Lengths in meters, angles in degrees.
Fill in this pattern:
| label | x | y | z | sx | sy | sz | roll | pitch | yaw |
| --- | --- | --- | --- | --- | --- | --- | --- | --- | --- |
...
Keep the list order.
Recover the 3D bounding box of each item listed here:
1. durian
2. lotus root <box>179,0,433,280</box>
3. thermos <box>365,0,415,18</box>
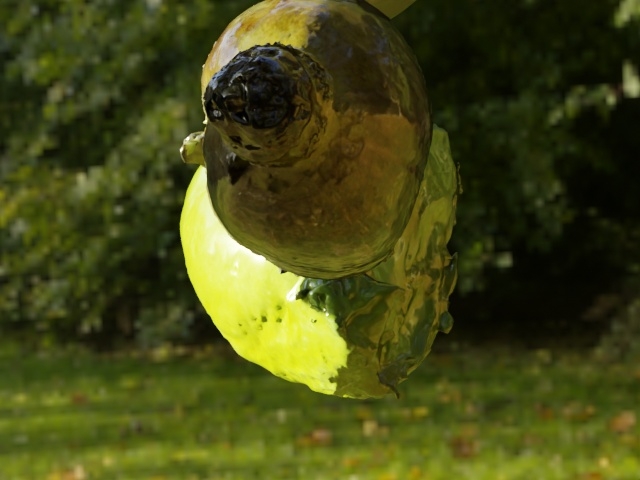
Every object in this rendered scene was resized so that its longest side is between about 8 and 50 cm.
| label | x | y | z | sx | sy | sz | roll | pitch | yaw |
| --- | --- | --- | --- | --- | --- | --- | --- | --- | --- |
| durian | 0.000 | 0.000 | 1.641 | 0.339 | 0.204 | 0.256 | 10 | 55 | 49 |
| lotus root | -0.008 | -0.060 | 1.127 | 0.173 | 0.173 | 0.309 | -3 | -2 | 0 |
| thermos | -0.041 | -0.271 | 1.311 | 0.286 | 0.182 | 0.145 | 47 | 33 | 22 |
